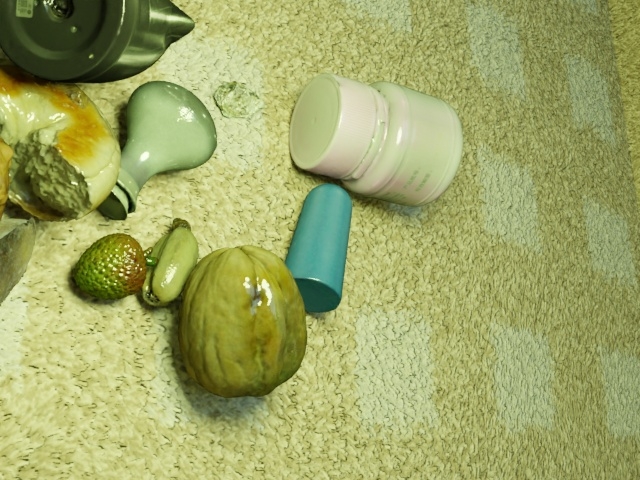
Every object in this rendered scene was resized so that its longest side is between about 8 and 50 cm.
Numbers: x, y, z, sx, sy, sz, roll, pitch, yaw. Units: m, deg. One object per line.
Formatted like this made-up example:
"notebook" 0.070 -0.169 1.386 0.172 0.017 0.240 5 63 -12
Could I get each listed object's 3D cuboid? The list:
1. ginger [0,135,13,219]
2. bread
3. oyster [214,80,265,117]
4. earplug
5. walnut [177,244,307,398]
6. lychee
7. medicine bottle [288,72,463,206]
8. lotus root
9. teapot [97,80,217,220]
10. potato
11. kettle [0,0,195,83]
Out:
"ginger" -0.569 -0.102 1.311 0.223 0.269 0.200 22 93 -59
"bread" -0.454 -0.175 1.469 0.314 0.171 0.192 37 40 -3
"oyster" -0.168 -0.289 1.890 0.098 0.037 0.100 51 47 -17
"earplug" 0.000 0.000 1.891 0.132 0.132 0.273 35 50 -30
"walnut" -0.138 0.140 1.613 0.227 0.283 0.283 -10 82 -25
"lychee" -0.346 0.044 1.550 0.146 0.114 0.114 -20 90 -26
"medicine bottle" 0.119 -0.221 1.988 0.324 0.256 0.256 12 67 -30
"lotus root" -0.265 0.038 1.643 0.077 0.090 0.183 43 43 -30
"teapot" -0.310 -0.158 1.625 0.183 0.183 0.251 49 60 -20
"potato" -0.550 0.056 1.385 0.261 0.100 0.120 -51 152 -56
"kettle" -0.395 -0.367 1.507 0.324 0.320 0.228 -27 116 -75
